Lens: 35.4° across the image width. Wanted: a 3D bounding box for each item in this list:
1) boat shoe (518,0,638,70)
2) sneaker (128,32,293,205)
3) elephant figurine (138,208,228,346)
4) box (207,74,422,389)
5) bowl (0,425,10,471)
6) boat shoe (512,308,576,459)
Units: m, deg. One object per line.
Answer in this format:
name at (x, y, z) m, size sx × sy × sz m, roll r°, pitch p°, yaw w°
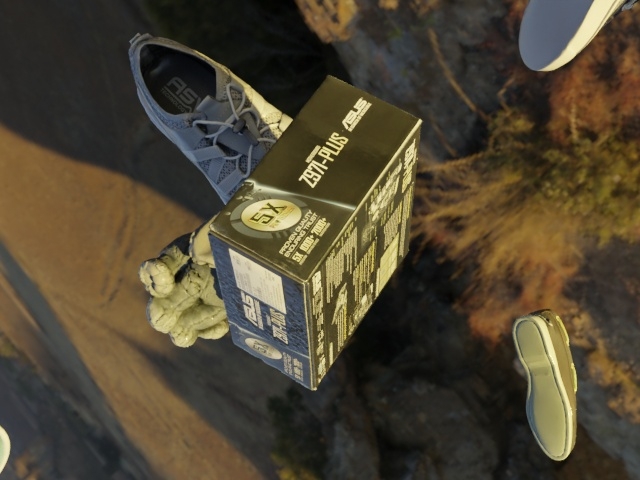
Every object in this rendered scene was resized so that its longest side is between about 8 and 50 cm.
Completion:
boat shoe at (0.422, -0.357, 1.413) m, size 0.340 × 0.158 × 0.127 m, roll 126°, pitch 134°, yaw -58°
sneaker at (-0.080, -0.090, 0.921) m, size 0.281 × 0.105 × 0.115 m, roll 36°, pitch 175°, yaw 20°
elephant figurine at (-0.102, 0.043, 1.313) m, size 0.239 × 0.169 × 0.186 m, roll -20°, pitch 80°, yaw 30°
box at (0.000, 0.000, 0.721) m, size 0.077 × 0.147 × 0.180 m, roll 28°, pitch 155°, yaw 17°
bowl at (-0.512, 0.212, 1.070) m, size 0.163 × 0.311 × 0.312 m, roll 57°, pitch 163°, yaw 25°
boat shoe at (0.356, 0.218, 1.532) m, size 0.081 × 0.068 × 0.228 m, roll -7°, pitch 96°, yaw 49°
